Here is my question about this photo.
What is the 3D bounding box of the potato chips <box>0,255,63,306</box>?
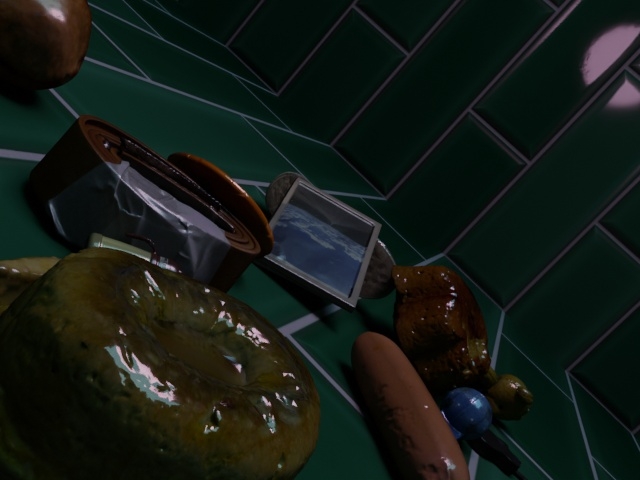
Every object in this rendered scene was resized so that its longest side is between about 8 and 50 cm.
[{"bbox_3d":[-0.155,0.079,0.653,0.407,0.057,0.080,29,13,-46],"label":"potato chips"}]

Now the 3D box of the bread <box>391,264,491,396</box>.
[{"bbox_3d":[0.214,0.166,1.251,0.247,0.135,0.232,45,38,-46],"label":"bread"}]

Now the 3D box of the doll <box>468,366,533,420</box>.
[{"bbox_3d":[0.314,0.287,1.376,0.209,0.097,0.137,30,-23,16],"label":"doll"}]

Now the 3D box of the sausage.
[{"bbox_3d":[0.111,0.228,0.912,0.086,0.086,0.289,34,14,-32],"label":"sausage"}]

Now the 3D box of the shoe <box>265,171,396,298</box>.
[{"bbox_3d":[0.030,-0.004,1.375,0.316,0.124,0.159,46,5,13],"label":"shoe"}]

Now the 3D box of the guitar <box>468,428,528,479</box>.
[{"bbox_3d":[0.332,0.385,1.192,0.233,0.025,0.088,40,12,-8],"label":"guitar"}]

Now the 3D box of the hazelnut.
[{"bbox_3d":[-0.390,-0.280,0.924,0.182,0.182,0.182,40,13,-11],"label":"hazelnut"}]

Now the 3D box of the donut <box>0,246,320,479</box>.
[{"bbox_3d":[-0.111,0.116,0.508,0.261,0.128,0.209,26,21,-47],"label":"donut"}]

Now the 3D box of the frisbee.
[{"bbox_3d":[-0.147,-0.039,0.954,0.192,0.035,0.192,31,-26,17],"label":"frisbee"}]

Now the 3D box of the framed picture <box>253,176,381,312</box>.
[{"bbox_3d":[0.000,0.000,1.189,0.188,0.023,0.260,30,36,-3],"label":"framed picture"}]

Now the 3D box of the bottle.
[{"bbox_3d":[-0.188,0.029,0.697,0.101,0.063,0.047,18,23,-22],"label":"bottle"}]

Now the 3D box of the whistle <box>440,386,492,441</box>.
[{"bbox_3d":[0.223,0.274,1.095,0.090,0.090,0.158,48,13,26],"label":"whistle"}]

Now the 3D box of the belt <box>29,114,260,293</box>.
[{"bbox_3d":[-0.192,-0.026,0.797,0.261,0.105,0.184,37,11,-35],"label":"belt"}]
